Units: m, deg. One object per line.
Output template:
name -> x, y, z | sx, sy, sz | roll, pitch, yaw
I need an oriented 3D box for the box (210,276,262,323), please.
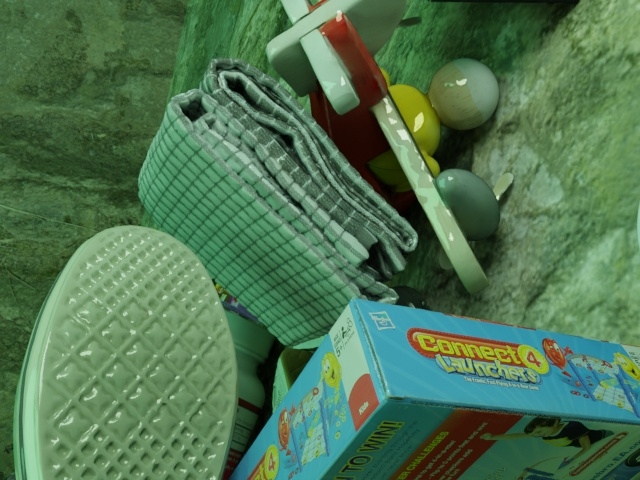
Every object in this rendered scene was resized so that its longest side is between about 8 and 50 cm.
box -> -0.077, -0.011, 1.203 | 0.293, 0.057, 0.201 | -58, 24, -12

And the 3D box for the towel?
towel -> -0.050, -0.030, 0.759 | 0.121, 0.283, 0.235 | -50, 7, -29

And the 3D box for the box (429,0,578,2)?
box -> 0.161, -0.354, 0.829 | 0.261, 0.184, 0.103 | -120, 27, -55

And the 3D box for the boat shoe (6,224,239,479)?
boat shoe -> -0.166, 0.223, 0.580 | 0.156, 0.186, 0.500 | -36, 53, 47

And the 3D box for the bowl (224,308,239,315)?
bowl -> -0.266, 0.176, 1.514 | 0.289, 0.156, 0.290 | -35, 50, 54

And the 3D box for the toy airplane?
toy airplane -> 0.081, -0.163, 0.830 | 0.384, 0.272, 0.386 | -128, 20, -73

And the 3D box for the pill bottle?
pill bottle -> -0.236, 0.325, 1.249 | 0.229, 0.229, 0.408 | -13, 51, 62

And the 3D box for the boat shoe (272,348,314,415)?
boat shoe -> -0.021, 0.284, 1.053 | 0.277, 0.098, 0.096 | -105, 34, -56

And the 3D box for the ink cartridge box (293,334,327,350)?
ink cartridge box -> -0.005, 0.145, 1.147 | 0.115, 0.029, 0.063 | -18, 63, 60

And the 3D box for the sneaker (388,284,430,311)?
sneaker -> 0.054, 0.211, 0.872 | 0.122, 0.146, 0.331 | -14, 66, 63

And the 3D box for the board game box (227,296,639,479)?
board game box -> 0.098, 0.199, 0.604 | 0.308, 0.301, 0.086 | -58, 32, 34

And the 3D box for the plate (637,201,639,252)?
plate -> 0.330, -0.023, 0.548 | 0.188, 0.024, 0.188 | -38, 46, 53
